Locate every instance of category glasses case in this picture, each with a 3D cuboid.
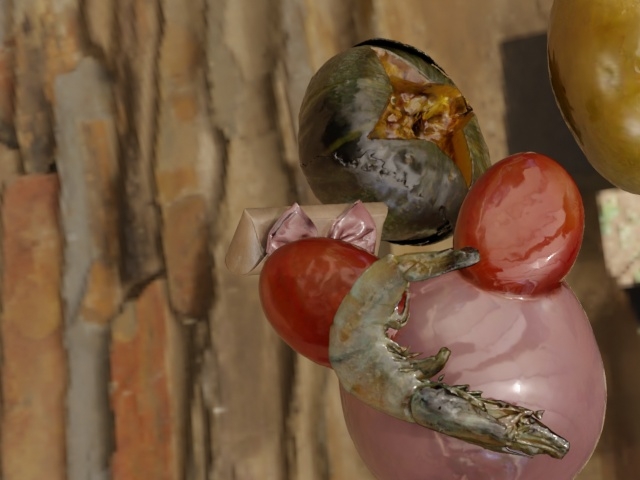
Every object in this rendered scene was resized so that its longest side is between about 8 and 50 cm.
[{"bbox_3d":[0.000,0.000,1.616,0.193,0.102,0.070,-3,46,-31],"label":"glasses case"}]

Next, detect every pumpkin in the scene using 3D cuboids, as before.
[{"bbox_3d":[0.107,-0.136,2.094,0.320,0.192,0.320,22,45,-24],"label":"pumpkin"}]

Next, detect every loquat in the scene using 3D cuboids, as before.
[{"bbox_3d":[0.378,-0.197,1.600,0.276,0.276,0.284,-58,152,-49],"label":"loquat"}]

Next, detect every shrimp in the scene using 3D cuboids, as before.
[{"bbox_3d":[0.105,0.078,1.030,0.035,0.195,0.148,-60,171,-68],"label":"shrimp"}]

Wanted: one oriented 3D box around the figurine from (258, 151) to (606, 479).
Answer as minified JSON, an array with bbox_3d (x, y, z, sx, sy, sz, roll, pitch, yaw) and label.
[{"bbox_3d":[0.117,0.112,1.163,0.211,0.269,0.261,-106,175,-49],"label":"figurine"}]
